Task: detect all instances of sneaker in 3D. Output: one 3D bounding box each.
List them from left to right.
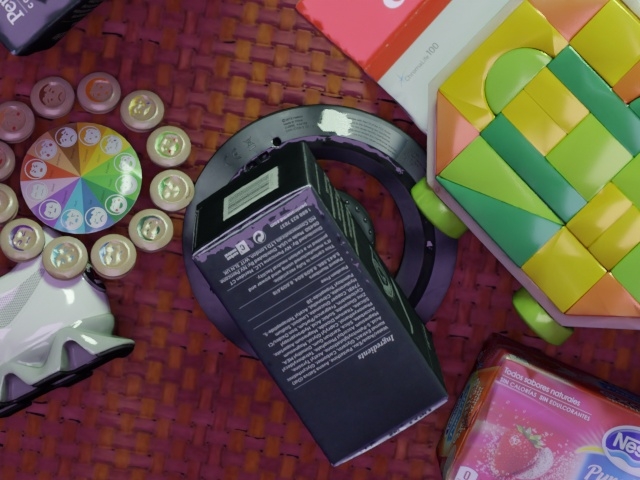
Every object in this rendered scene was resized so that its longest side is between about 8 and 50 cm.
[{"bbox_3d":[-0.328,0.100,1.570,0.330,0.122,0.146,-28,83,1],"label":"sneaker"}]

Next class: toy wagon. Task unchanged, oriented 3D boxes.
[{"bbox_3d":[0.243,-0.039,1.470,0.267,0.068,0.344,-46,78,15],"label":"toy wagon"}]

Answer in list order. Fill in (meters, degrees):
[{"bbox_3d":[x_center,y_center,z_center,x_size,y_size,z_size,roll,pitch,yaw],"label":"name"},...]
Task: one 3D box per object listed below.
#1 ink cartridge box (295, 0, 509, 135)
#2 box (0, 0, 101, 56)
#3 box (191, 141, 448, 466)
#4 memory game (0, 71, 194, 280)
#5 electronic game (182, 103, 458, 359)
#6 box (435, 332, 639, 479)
[{"bbox_3d":[0.125,-0.178,1.556,0.232,0.066,0.189,41,96,-9],"label":"ink cartridge box"},{"bbox_3d":[-0.216,-0.369,1.467,0.312,0.179,0.343,-40,95,6],"label":"box"},{"bbox_3d":[-0.001,0.047,1.488,0.108,0.153,0.207,-31,104,6],"label":"box"},{"bbox_3d":[-0.193,-0.054,1.548,0.186,0.012,0.186,1,69,-3],"label":"memory game"},{"bbox_3d":[0.000,0.000,1.580,0.229,0.048,0.229,-1,106,-2],"label":"electronic game"},{"bbox_3d":[0.234,0.186,1.564,0.257,0.128,0.122,24,96,-3],"label":"box"}]
